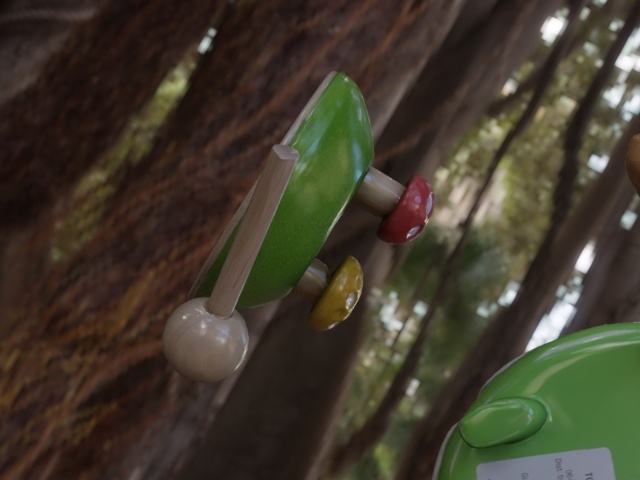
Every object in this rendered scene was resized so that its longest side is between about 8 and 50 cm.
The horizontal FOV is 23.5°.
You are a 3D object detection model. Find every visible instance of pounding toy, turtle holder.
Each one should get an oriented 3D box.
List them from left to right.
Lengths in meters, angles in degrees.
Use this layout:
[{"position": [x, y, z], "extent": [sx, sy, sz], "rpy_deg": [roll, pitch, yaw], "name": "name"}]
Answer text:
[{"position": [0.000, 0.000, 1.002], "extent": [0.110, 0.183, 0.237], "rpy_deg": [32, 24, -1], "name": "pounding toy"}, {"position": [0.228, 0.160, 1.043], "extent": [0.243, 0.320, 0.227], "rpy_deg": [52, -5, 7], "name": "turtle holder"}]

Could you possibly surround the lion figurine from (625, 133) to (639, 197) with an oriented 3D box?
[{"position": [0.410, -0.059, 1.575], "extent": [0.240, 0.142, 0.392], "rpy_deg": [43, -19, -23], "name": "lion figurine"}]
